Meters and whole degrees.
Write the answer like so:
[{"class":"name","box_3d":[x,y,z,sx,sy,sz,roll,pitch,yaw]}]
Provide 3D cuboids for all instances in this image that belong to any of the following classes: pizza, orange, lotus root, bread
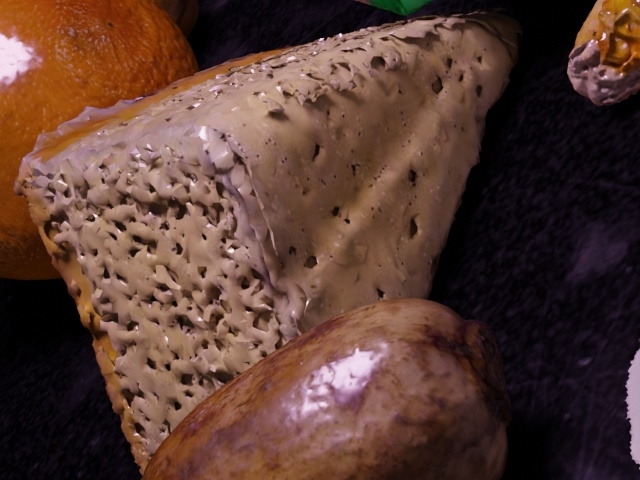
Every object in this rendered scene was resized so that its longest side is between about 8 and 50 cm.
[{"class":"pizza","box_3d":[0.228,-0.184,1.087,0.246,0.058,0.127,-45,23,14]},{"class":"orange","box_3d":[-0.224,-0.092,1.481,0.264,0.264,0.264,-38,28,24]},{"class":"lotus root","box_3d":[-0.013,0.127,0.979,0.260,0.128,0.145,-33,28,22]},{"class":"bread","box_3d":[0.000,0.000,1.212,0.315,0.279,0.248,-15,0,-40]}]

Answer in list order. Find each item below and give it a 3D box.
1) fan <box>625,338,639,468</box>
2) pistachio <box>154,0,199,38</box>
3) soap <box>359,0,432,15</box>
[{"class":"fan","box_3d":[0.235,-0.029,0.924,0.233,0.012,0.414,-34,29,30]},{"class":"pistachio","box_3d":[-0.231,-0.168,1.665,0.260,0.213,0.163,-55,48,10]},{"class":"soap","box_3d":[0.143,-0.252,1.155,0.273,0.098,0.218,-28,24,35]}]
